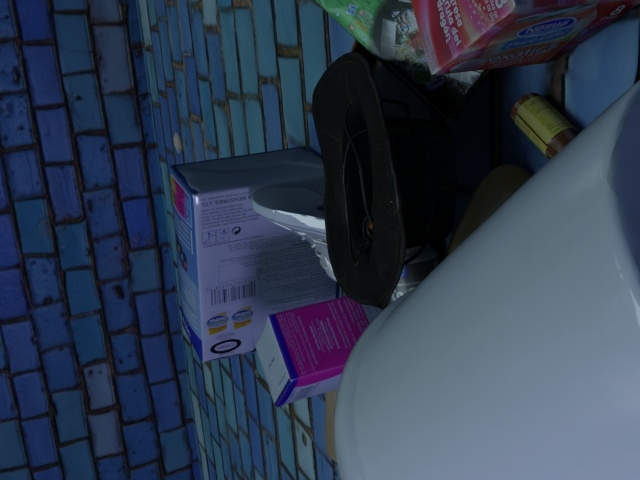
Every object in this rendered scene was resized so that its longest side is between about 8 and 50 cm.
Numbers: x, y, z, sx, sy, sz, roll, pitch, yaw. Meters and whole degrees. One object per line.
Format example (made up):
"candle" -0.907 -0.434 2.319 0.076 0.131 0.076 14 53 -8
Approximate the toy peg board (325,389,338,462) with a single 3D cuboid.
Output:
"toy peg board" 0.090 0.330 1.310 0.160 0.079 0.161 26 126 43

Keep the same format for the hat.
"hat" 0.090 -0.076 0.906 0.331 0.134 0.331 171 90 -78

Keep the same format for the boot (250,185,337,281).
"boot" 0.000 0.000 1.174 0.258 0.095 0.123 19 127 34

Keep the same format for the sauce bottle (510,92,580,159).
"sauce bottle" 0.243 -0.099 0.771 0.042 0.042 0.128 104 146 -45

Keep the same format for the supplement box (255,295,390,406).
"supplement box" 0.026 0.160 1.167 0.111 0.220 0.114 116 138 -54

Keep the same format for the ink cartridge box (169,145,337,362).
"ink cartridge box" -0.116 0.051 1.378 0.151 0.270 0.395 -135 40 -55

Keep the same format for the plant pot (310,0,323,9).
"plant pot" 0.019 -0.410 1.009 0.165 0.167 0.167 -118 27 -49

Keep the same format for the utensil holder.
"utensil holder" 0.224 0.106 0.560 0.328 0.327 0.385 69 153 20

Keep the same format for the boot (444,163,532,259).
"boot" 0.162 0.064 0.909 0.211 0.104 0.295 157 128 -80

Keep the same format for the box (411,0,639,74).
"box" 0.163 -0.325 0.713 0.142 0.154 0.300 151 107 -66

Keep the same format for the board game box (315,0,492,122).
"board game box" 0.100 -0.270 0.877 0.260 0.030 0.136 49 122 21

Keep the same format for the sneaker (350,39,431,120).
"sneaker" 0.076 -0.187 1.012 0.106 0.123 0.290 31 129 58

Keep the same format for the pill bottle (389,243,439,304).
"pill bottle" 0.130 0.053 1.057 0.078 0.078 0.137 179 80 -67
